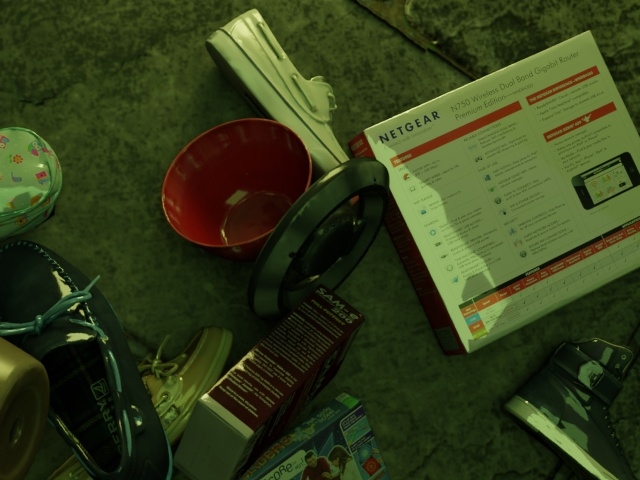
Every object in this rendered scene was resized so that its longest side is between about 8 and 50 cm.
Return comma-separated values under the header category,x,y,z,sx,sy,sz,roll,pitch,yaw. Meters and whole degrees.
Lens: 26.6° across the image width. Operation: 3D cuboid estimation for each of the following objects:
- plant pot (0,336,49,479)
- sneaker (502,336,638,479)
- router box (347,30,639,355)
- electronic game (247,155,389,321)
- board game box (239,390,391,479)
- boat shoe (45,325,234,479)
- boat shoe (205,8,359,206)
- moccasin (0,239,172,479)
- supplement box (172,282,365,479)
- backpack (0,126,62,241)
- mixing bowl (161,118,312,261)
category,x,y,z,sx,sy,sz,roll,pitch,yaw
plant pot,-0.406,0.165,1.373,0.229,0.263,0.263,13,80,11
sneaker,0.362,0.222,1.691,0.226,0.086,0.163,42,79,-4
router box,0.249,-0.060,1.699,0.335,0.082,0.301,-24,89,-15
electronic game,0.000,0.000,1.567,0.048,0.229,0.229,38,75,22
board game box,-0.018,0.286,1.576,0.201,0.035,0.136,-33,120,-23
boat shoe,-0.205,0.204,1.550,0.089,0.104,0.285,38,78,-8
boat shoe,-0.025,-0.163,1.645,0.088,0.096,0.267,-40,85,-10
moccasin,-0.266,0.125,1.483,0.138,0.117,0.342,-40,68,0
supplement box,-0.056,0.166,1.520,0.073,0.130,0.239,36,46,11
backpack,-0.383,-0.055,1.533,0.182,0.115,0.152,-15,85,-17
mixing bowl,-0.085,-0.042,1.593,0.181,0.098,0.181,-9,54,12
